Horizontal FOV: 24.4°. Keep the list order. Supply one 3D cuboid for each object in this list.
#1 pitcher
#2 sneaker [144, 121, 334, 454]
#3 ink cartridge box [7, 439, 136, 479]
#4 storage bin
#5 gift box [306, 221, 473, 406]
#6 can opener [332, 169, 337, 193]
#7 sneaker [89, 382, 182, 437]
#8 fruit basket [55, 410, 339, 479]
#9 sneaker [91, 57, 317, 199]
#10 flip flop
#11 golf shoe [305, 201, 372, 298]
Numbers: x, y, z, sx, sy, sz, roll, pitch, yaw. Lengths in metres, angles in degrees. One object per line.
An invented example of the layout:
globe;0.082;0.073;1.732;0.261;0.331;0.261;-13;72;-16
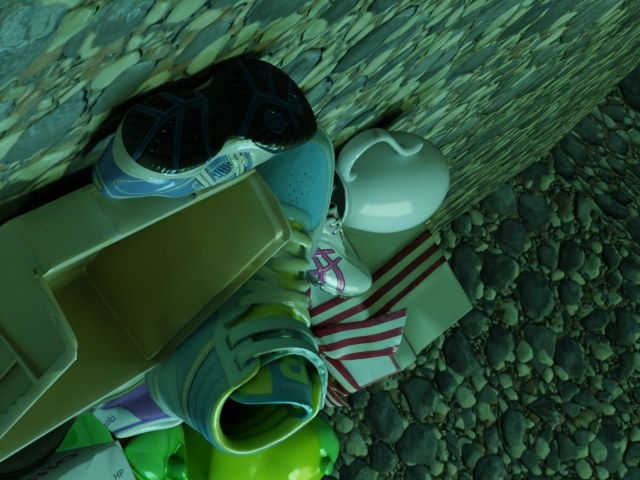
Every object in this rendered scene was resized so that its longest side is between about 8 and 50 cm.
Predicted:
pitcher;0.074;-0.081;1.806;0.207;0.125;0.178;-15;154;-43
sneaker;-0.037;0.052;1.360;0.208;0.127;0.319;35;-75;59
ink cartridge box;-0.405;0.370;1.625;0.395;0.166;0.285;-17;-171;42
storage bin;-0.191;0.048;1.217;0.262;0.123;0.260;-30;170;-48
gift box;0.041;0.076;2.151;0.276;0.255;0.258;-35;179;43
can opener;-0.068;-0.040;1.597;0.186;0.059;0.073;-29;-158;12
sneaker;-0.164;0.133;1.812;0.282;0.161;0.102;-37;172;-18
fruit basket;-0.170;0.256;2.067;0.392;0.283;0.392;-24;180;0
sneaker;-0.087;-0.082;1.123;0.211;0.080;0.081;-16;166;-47
flip flop;-0.288;0.158;1.620;0.277;0.112;0.080;-32;148;-28
golf shoe;0.000;0.000;1.714;0.086;0.186;0.067;-41;-150;23
